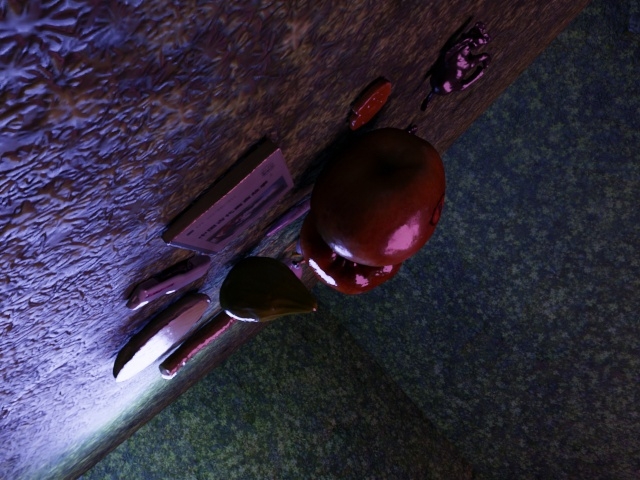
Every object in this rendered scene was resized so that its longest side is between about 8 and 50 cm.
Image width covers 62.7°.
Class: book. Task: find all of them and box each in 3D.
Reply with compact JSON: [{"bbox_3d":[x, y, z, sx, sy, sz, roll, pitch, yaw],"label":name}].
[{"bbox_3d":[-0.136,-0.056,0.866,0.215,0.025,0.283,-42,175,0],"label":"book"}]

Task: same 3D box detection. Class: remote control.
[{"bbox_3d":[-0.258,0.071,0.914,0.065,0.029,0.166,-46,172,33],"label":"remote control"}]

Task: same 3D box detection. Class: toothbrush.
[{"bbox_3d":[0.018,-0.125,1.284,0.413,0.042,0.035,-37,172,-26],"label":"toothbrush"}]

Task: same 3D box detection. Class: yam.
[{"bbox_3d":[-0.369,0.308,1.616,0.299,0.066,0.066,-41,173,-25],"label":"yam"}]

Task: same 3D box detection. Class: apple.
[{"bbox_3d":[0.130,-0.103,1.113,0.309,0.277,0.250,-75,-172,-51],"label":"apple"}]

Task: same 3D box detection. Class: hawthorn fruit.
[{"bbox_3d":[0.083,0.009,1.435,0.295,0.295,0.311,-41,163,-14],"label":"hawthorn fruit"}]

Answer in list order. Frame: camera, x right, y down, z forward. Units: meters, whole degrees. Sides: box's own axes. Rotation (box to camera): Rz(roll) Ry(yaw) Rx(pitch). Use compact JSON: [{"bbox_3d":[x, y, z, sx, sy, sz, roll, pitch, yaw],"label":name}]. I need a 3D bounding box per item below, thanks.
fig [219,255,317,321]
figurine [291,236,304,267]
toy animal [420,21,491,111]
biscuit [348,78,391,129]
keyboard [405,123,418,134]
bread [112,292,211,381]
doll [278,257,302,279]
[{"bbox_3d":[-0.133,0.111,1.253,0.233,0.167,0.167,-15,-169,34],"label":"fig"},{"bbox_3d":[0.000,0.000,1.642,0.229,0.137,0.112,-42,143,-40],"label":"figurine"},{"bbox_3d":[0.297,-0.390,1.159,0.148,0.084,0.233,-24,164,-35],"label":"toy animal"},{"bbox_3d":[0.091,-0.252,0.972,0.102,0.019,0.130,-43,173,-4],"label":"biscuit"},{"bbox_3d":[0.248,-0.295,1.633,0.072,0.023,0.231,-35,172,-10],"label":"keyboard"},{"bbox_3d":[-0.354,0.208,1.166,0.267,0.040,0.267,-43,174,-6],"label":"bread"},{"bbox_3d":[-0.170,0.165,1.763,0.160,0.094,0.365,-27,163,-40],"label":"doll"}]
